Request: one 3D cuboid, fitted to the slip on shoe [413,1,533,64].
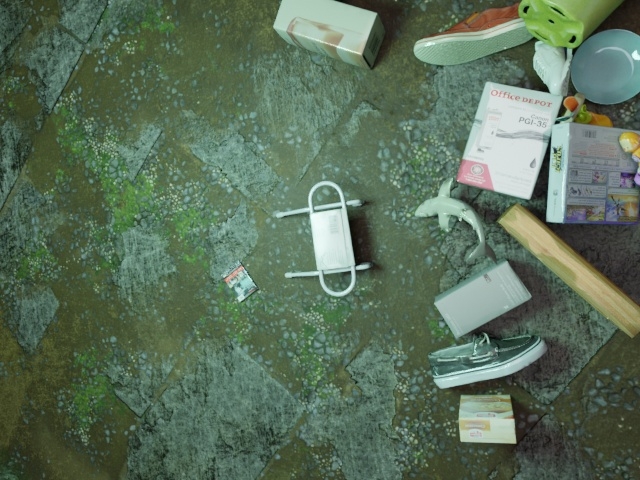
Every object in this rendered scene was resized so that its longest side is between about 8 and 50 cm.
[{"bbox_3d":[0.427,-0.581,1.399,0.330,0.123,0.102,-11,72,16],"label":"slip on shoe"}]

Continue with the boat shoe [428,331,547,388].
[{"bbox_3d":[0.464,0.324,1.421,0.334,0.121,0.119,-25,89,19],"label":"boat shoe"}]

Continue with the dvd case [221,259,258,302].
[{"bbox_3d":[-0.277,0.140,1.706,0.087,0.013,0.120,-39,80,16],"label":"dvd case"}]

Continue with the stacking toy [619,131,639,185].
[{"bbox_3d":[0.851,-0.157,1.222,0.302,0.175,0.166,43,102,1],"label":"stacking toy"}]

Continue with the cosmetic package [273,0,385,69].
[{"bbox_3d":[0.029,-0.635,1.498,0.295,0.153,0.129,24,99,16],"label":"cosmetic package"}]

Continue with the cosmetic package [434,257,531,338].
[{"bbox_3d":[0.458,0.165,1.426,0.237,0.107,0.127,-35,85,13],"label":"cosmetic package"}]

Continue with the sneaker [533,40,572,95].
[{"bbox_3d":[0.609,-0.456,1.310,0.094,0.235,0.090,7,139,20],"label":"sneaker"}]

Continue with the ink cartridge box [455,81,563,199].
[{"bbox_3d":[0.516,-0.272,1.377,0.207,0.117,0.283,17,98,16],"label":"ink cartridge box"}]

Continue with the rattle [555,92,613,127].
[{"bbox_3d":[0.681,-0.307,1.277,0.143,0.199,0.130,45,101,12],"label":"rattle"}]

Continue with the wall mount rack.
[{"bbox_3d":[0.000,0.000,1.558,0.303,0.130,0.351,-8,90,14],"label":"wall mount rack"}]

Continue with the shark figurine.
[{"bbox_3d":[0.415,-0.067,1.419,0.278,0.116,0.166,45,122,37],"label":"shark figurine"}]

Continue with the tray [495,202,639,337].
[{"bbox_3d":[0.647,0.063,1.307,0.411,0.203,0.076,43,103,11],"label":"tray"}]

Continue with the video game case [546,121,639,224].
[{"bbox_3d":[0.704,-0.164,1.274,0.269,0.061,0.245,0,93,-22],"label":"video game case"}]

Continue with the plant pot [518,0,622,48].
[{"bbox_3d":[0.639,-0.628,1.218,0.276,0.276,0.254,38,94,13],"label":"plant pot"}]

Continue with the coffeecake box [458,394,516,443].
[{"bbox_3d":[0.466,0.496,1.395,0.142,0.185,0.068,-5,91,18],"label":"coffeecake box"}]

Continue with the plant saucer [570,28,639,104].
[{"bbox_3d":[0.771,-0.459,1.328,0.194,0.037,0.195,1,94,17],"label":"plant saucer"}]
